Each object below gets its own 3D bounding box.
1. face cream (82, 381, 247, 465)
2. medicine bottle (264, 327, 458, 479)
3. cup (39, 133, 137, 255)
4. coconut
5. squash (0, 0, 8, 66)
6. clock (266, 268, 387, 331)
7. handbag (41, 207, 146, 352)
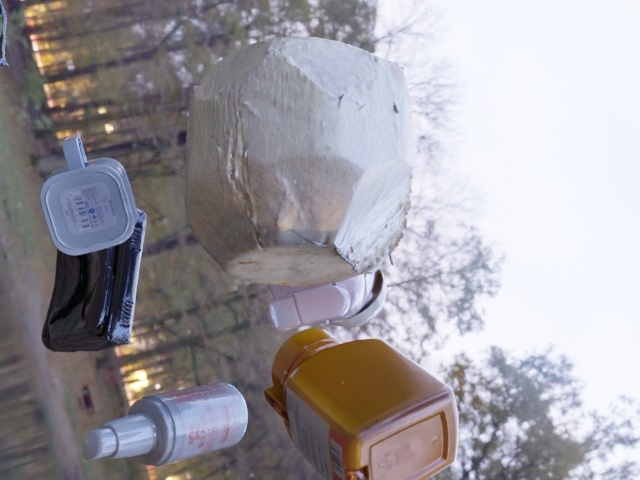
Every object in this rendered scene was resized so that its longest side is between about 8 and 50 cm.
[{"bbox_3d":[-0.221,0.265,1.156,0.101,0.252,0.101,0,-90,38],"label":"face cream"},{"bbox_3d":[0.038,0.191,0.952,0.222,0.149,0.112,32,-46,53],"label":"medicine bottle"},{"bbox_3d":[-0.257,-0.054,0.900,0.129,0.095,0.128,-155,-129,-74],"label":"cup"},{"bbox_3d":[-0.028,-0.129,1.161,0.346,0.346,0.360,121,-30,-69],"label":"coconut"},{"bbox_3d":[-0.409,-0.198,0.803,0.184,0.192,0.085,58,-33,1],"label":"squash"},{"bbox_3d":[0.000,0.000,1.500,0.326,0.184,0.342,0,80,-72],"label":"clock"},{"bbox_3d":[-0.439,0.074,1.557,0.244,0.088,0.275,-10,-108,41],"label":"handbag"}]
